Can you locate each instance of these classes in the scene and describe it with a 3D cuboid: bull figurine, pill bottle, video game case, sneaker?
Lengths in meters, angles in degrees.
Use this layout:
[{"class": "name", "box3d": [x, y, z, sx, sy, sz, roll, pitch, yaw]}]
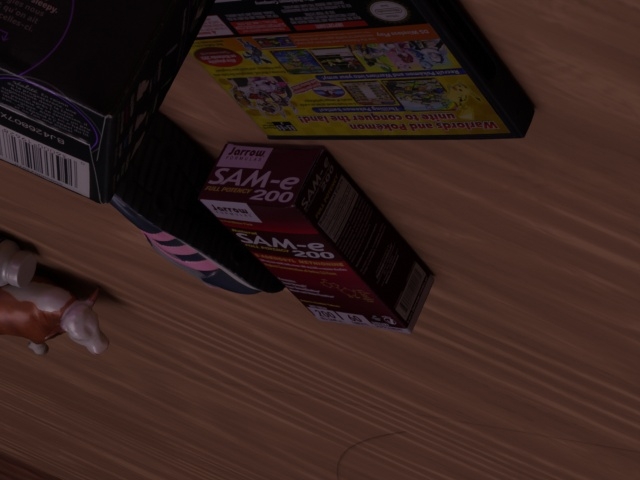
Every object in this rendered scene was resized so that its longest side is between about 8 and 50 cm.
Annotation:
[{"class": "bull figurine", "box3d": [-0.440, 0.098, 2.064, 0.310, 0.101, 0.188, 17, 157, 4]}, {"class": "pill bottle", "box3d": [-0.455, 0.024, 1.979, 0.120, 0.067, 0.067, 18, 157, 16]}, {"class": "video game case", "box3d": [-0.003, -0.164, 1.141, 0.275, 0.035, 0.248, 3, 149, 40]}, {"class": "sneaker", "box3d": [-0.169, -0.037, 1.491, 0.131, 0.112, 0.319, -3, 144, 44]}]

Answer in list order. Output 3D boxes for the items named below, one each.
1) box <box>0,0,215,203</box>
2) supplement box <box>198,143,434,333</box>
[{"class": "box", "box3d": [-0.150, -0.188, 0.923, 0.165, 0.270, 0.143, 25, 158, 0]}, {"class": "supplement box", "box3d": [0.000, 0.000, 1.453, 0.130, 0.073, 0.239, 5, 150, 40]}]
